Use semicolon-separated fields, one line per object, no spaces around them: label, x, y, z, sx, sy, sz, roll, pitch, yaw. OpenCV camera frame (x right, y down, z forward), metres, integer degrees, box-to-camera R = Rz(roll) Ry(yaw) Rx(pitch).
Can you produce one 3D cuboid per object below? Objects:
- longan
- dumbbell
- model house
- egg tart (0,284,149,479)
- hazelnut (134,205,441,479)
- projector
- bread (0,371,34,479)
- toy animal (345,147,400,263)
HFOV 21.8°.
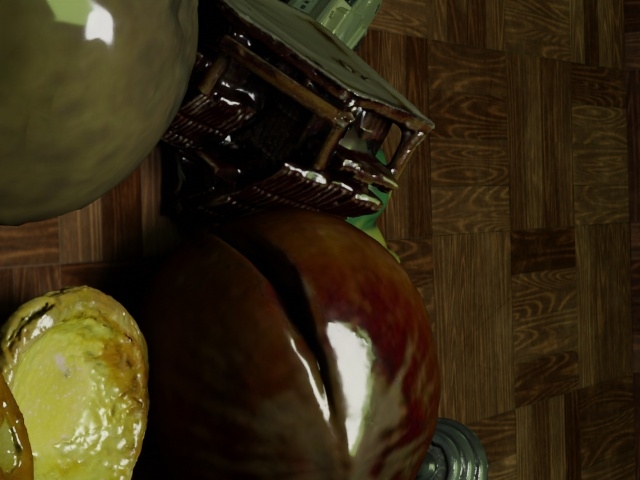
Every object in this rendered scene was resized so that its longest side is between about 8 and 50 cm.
longan;-0.314;-0.214;1.581;0.436;0.403;0.404;86;15;-68
dumbbell;0.114;0.327;2.492;0.406;0.179;0.179;28;65;-56
model house;-0.088;-0.132;2.066;0.317;0.297;0.283;18;114;-40
egg tart;-0.300;0.181;1.828;0.294;0.123;0.294;-10;102;-59
hazelnut;-0.024;0.167;2.031;0.402;0.402;0.429;-34;123;-56
projector;0.015;-0.313;2.350;0.269;0.088;0.194;-55;167;-37
bread;-0.402;0.212;1.569;0.269;0.148;0.270;-1;92;-39
toy animal;-0.002;-0.001;2.281;0.191;0.216;0.338;-4;101;-34
